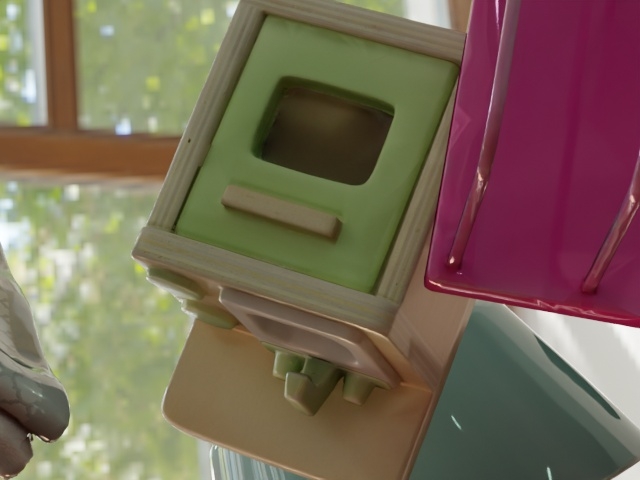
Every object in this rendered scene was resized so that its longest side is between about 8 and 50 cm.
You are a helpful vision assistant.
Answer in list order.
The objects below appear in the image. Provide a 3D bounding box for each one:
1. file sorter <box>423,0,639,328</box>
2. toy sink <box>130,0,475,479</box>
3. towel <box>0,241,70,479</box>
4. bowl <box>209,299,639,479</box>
[{"bbox_3d":[0.213,-0.071,0.866,0.291,0.202,0.182,10,-18,1],"label":"file sorter"},{"bbox_3d":[0.000,0.000,1.016,0.153,0.234,0.131,17,-13,21],"label":"toy sink"},{"bbox_3d":[-0.271,-0.048,0.956,0.053,0.332,0.317,-45,-64,3],"label":"towel"},{"bbox_3d":[0.050,0.142,1.265,0.311,0.163,0.311,-27,-9,-5],"label":"bowl"}]
